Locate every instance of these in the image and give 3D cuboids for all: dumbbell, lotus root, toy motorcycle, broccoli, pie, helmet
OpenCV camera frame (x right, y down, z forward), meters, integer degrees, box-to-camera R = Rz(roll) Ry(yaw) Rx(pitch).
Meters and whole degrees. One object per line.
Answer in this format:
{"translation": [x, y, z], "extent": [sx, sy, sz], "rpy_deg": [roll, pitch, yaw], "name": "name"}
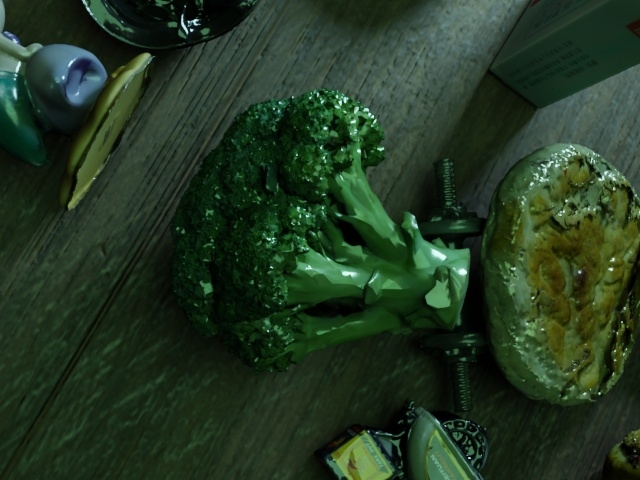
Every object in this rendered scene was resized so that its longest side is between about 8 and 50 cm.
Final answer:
{"translation": [0.133, 0.044, 1.035], "extent": [0.082, 0.081, 0.253], "rpy_deg": [-2, 85, -18], "name": "dumbbell"}
{"translation": [0.358, 0.288, 1.065], "extent": [0.095, 0.108, 0.190], "rpy_deg": [-24, 101, -22], "name": "lotus root"}
{"translation": [0.126, 0.277, 1.004], "extent": [0.157, 0.091, 0.263], "rpy_deg": [-34, 92, -10], "name": "toy motorcycle"}
{"translation": [0.000, 0.000, 0.903], "extent": [0.270, 0.270, 0.269], "rpy_deg": [20, 77, 12], "name": "broccoli"}
{"translation": [0.254, 0.037, 1.047], "extent": [0.274, 0.055, 0.274], "rpy_deg": [1, 88, -40], "name": "pie"}
{"translation": [-0.135, -0.254, 0.977], "extent": [0.177, 0.107, 0.153], "rpy_deg": [-17, 92, 1], "name": "helmet"}

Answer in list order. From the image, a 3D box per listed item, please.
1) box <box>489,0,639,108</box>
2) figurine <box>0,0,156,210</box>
{"translation": [0.283, -0.228, 1.015], "extent": [0.079, 0.269, 0.135], "rpy_deg": [35, 73, -11], "name": "box"}
{"translation": [-0.296, -0.144, 0.880], "extent": [0.257, 0.181, 0.208], "rpy_deg": [29, 105, -5], "name": "figurine"}
